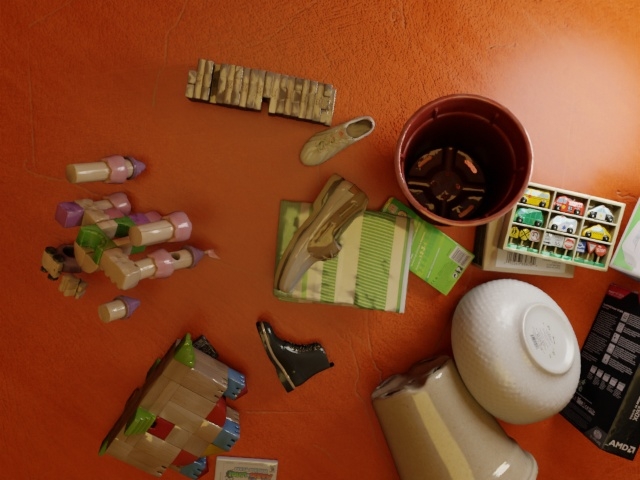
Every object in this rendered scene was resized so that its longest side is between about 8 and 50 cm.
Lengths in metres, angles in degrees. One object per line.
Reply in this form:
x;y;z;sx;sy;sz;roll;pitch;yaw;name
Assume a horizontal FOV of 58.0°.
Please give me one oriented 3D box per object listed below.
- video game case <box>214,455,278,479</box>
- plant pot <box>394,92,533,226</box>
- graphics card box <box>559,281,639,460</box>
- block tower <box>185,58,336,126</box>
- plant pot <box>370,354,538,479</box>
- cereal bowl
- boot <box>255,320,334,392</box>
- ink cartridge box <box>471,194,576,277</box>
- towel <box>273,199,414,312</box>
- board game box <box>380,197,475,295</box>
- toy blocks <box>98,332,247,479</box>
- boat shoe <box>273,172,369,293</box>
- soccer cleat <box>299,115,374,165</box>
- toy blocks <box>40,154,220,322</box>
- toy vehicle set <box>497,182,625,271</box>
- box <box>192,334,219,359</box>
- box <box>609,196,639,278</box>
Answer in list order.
-0.194;0.626;1.476;0.157;0.019;0.143;6;97;-5;video game case
0.293;-0.145;1.274;0.272;0.265;0.272;-1;83;5;plant pot
0.727;0.306;1.399;0.094;0.233;0.371;22;94;-7;graphics card box
-0.131;-0.338;1.327;0.335;0.097;0.091;9;97;-6;block tower
0.282;0.454;1.361;0.334;0.334;0.305;-28;88;-1;plant pot
0.476;0.242;1.331;0.339;0.141;0.339;13;62;-25;cereal bowl
-0.064;0.259;1.421;0.137;0.077;0.198;-26;111;-5;boot
0.506;-0.016;1.416;0.234;0.088;0.193;4;98;-4;ink cartridge box
0.053;0.042;1.395;0.325;0.038;0.248;7;96;5;towel
0.241;0.013;1.425;0.259;0.039;0.124;35;94;-9;board game box
-0.310;0.423;1.370;0.261;0.191;0.381;33;100;-17;toy blocks
0.000;0.000;1.322;0.103;0.113;0.302;31;95;8;boat shoe
0.038;-0.239;1.359;0.196;0.076;0.068;-29;98;0;soccer cleat
-0.416;-0.004;1.305;0.288;0.260;0.309;40;119;20;toy blocks
0.564;-0.033;1.355;0.267;0.035;0.166;11;95;-7;toy vehicle set
-0.304;0.284;1.426;0.083;0.018;0.067;-38;98;1;box
0.840;-0.012;1.371;0.231;0.127;0.262;18;97;-38;box
